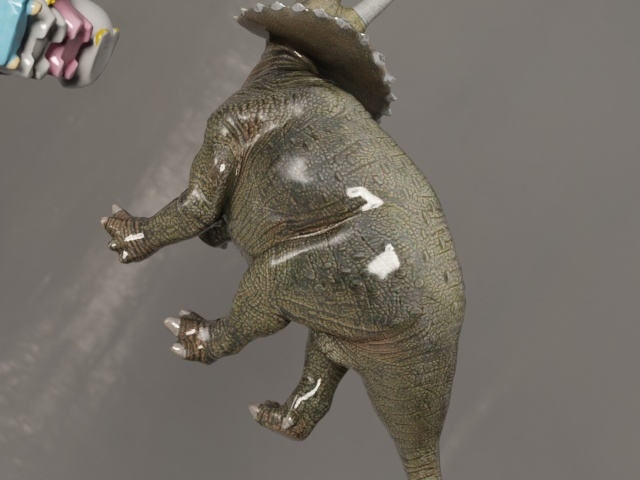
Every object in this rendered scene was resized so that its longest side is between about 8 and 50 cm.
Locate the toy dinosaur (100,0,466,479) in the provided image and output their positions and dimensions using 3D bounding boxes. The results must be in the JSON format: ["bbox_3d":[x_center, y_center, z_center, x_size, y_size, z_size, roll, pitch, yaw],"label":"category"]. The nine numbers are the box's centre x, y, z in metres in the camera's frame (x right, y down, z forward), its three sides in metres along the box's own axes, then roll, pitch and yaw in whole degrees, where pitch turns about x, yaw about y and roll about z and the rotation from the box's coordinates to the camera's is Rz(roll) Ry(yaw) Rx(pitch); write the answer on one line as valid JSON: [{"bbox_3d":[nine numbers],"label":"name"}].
[{"bbox_3d":[0.000,0.000,0.722,0.160,0.314,0.121,-36,151,29],"label":"toy dinosaur"}]

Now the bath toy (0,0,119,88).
[{"bbox_3d":[-0.326,-0.257,1.683,0.151,0.129,0.348,-65,174,3],"label":"bath toy"}]
